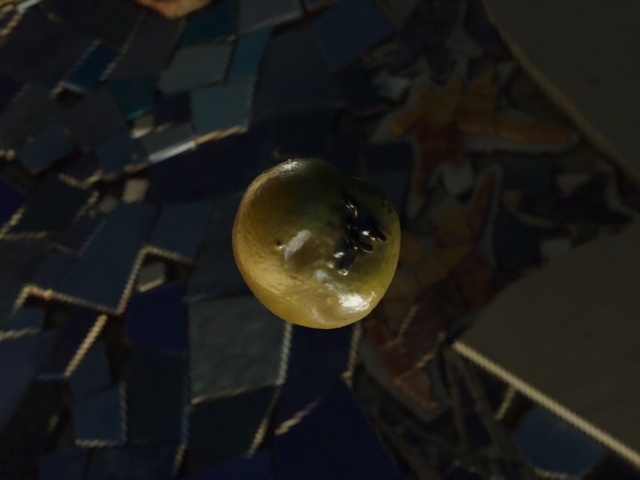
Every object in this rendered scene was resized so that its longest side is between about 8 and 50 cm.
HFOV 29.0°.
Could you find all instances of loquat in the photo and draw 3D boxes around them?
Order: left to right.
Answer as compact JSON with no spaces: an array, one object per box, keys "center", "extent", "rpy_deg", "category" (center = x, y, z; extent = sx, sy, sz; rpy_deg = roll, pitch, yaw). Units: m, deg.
[{"center":[-0.003,-0.005,1.500],"extent":[0.213,0.213,0.213],"rpy_deg":[-23,90,-85],"category":"loquat"}]
